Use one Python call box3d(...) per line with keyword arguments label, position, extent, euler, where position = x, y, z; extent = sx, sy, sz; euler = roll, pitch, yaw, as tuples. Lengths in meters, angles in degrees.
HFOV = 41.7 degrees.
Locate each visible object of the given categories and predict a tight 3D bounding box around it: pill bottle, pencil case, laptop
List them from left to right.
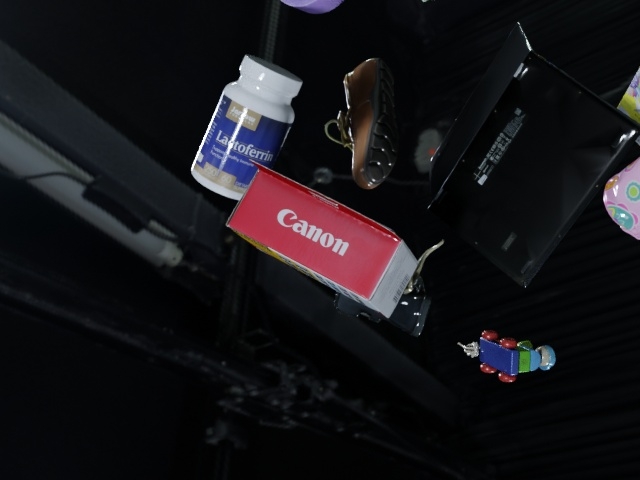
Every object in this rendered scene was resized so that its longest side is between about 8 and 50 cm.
box3d(label="pill bottle", position=(-0.144, -0.224, 1.681), extent=(0.153, 0.264, 0.153), euler=(23, -165, -7))
box3d(label="laptop", position=(0.412, -0.190, 1.734), extent=(0.408, 0.382, 0.236), euler=(43, -151, 24))
box3d(label="pencil case", position=(0.530, -0.103, 1.160), extent=(0.124, 0.284, 0.124), euler=(15, -122, -26))

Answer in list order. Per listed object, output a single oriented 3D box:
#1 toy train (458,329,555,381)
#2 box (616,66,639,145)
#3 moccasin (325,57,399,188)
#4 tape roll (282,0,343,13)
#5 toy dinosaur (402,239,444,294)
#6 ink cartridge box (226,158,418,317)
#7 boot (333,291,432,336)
box3d(label="toy train", position=(0.473, 0.279, 2.143), extent=(0.143, 0.248, 0.105), euler=(-1, -83, -19))
box3d(label="box", position=(0.636, -0.266, 1.608), extent=(0.105, 0.043, 0.179), euler=(54, 161, 23))
box3d(label="moccasin", position=(0.101, -0.282, 2.049), extent=(0.139, 0.147, 0.380), euler=(38, -138, -48))
box3d(label="tape roll", position=(-0.018, -0.610, 1.885), extent=(0.080, 0.189, 0.189), euler=(-1, -107, -56))
box3d(label="toy dinosaur", position=(0.246, 0.114, 2.264), extent=(0.064, 0.268, 0.118), euler=(30, -144, -2))
box3d(label="ink cartridge box", position=(0.000, 0.000, 1.543), extent=(0.130, 0.309, 0.272), euler=(-61, -19, -5))
box3d(label="boot", position=(0.135, 0.146, 1.926), extent=(0.246, 0.207, 0.094), euler=(110, 179, -82))
